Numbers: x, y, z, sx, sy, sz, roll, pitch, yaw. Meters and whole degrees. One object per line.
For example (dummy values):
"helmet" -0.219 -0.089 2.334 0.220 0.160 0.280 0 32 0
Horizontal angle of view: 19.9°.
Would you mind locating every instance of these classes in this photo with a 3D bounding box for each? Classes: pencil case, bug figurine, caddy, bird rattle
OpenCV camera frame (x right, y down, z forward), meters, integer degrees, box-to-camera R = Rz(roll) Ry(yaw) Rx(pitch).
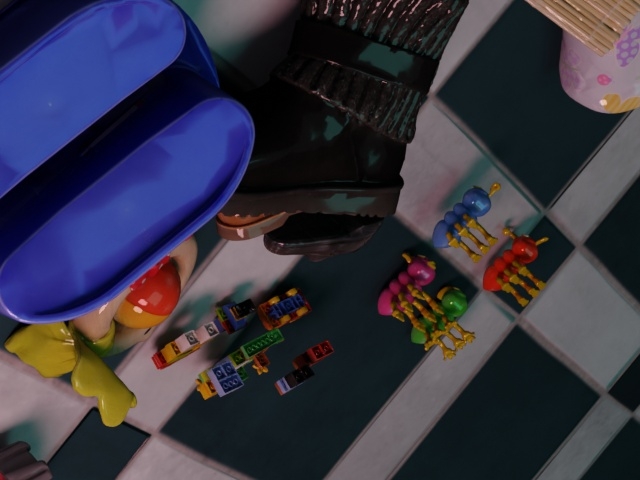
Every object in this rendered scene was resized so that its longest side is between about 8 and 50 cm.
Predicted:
"pencil case" 0.340 -0.275 2.104 0.113 0.124 0.273 -32 141 -24
"bug figurine" 0.173 0.037 2.257 0.216 0.072 0.279 -45 150 4
"caddy" -0.227 -0.083 1.595 0.341 0.179 0.241 -40 113 -14
"bird rattle" -0.199 0.042 1.835 0.207 0.143 0.254 -20 136 -66

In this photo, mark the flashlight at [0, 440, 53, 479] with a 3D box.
"flashlight" -0.410 0.313 1.841 0.304 0.103 0.103 -27 141 -30

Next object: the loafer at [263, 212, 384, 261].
"loafer" 0.000 0.000 2.041 0.170 0.062 0.061 -9 133 -42

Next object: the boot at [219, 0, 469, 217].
"boot" -0.029 -0.166 1.787 0.348 0.131 0.260 0 116 -38

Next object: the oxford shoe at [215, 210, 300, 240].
"oxford shoe" -0.022 -0.076 1.937 0.212 0.076 0.076 -30 127 -29

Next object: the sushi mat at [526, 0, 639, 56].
"sushi mat" 0.206 -0.331 1.810 0.316 0.019 0.151 35 100 -13

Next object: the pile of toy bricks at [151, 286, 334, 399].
"pile of toy bricks" -0.093 0.134 2.043 0.212 0.118 0.105 -22 170 -47
